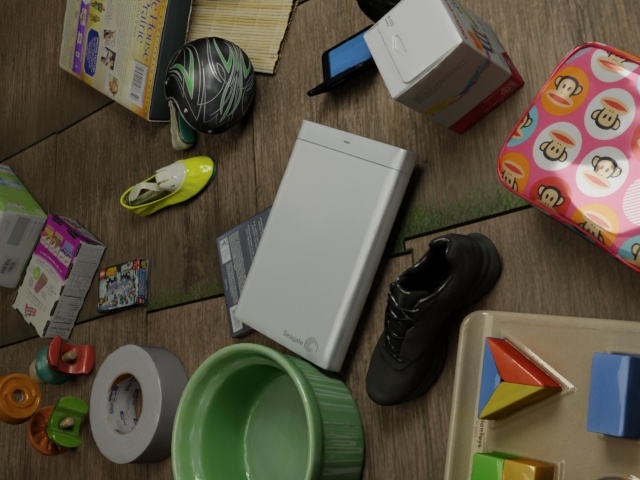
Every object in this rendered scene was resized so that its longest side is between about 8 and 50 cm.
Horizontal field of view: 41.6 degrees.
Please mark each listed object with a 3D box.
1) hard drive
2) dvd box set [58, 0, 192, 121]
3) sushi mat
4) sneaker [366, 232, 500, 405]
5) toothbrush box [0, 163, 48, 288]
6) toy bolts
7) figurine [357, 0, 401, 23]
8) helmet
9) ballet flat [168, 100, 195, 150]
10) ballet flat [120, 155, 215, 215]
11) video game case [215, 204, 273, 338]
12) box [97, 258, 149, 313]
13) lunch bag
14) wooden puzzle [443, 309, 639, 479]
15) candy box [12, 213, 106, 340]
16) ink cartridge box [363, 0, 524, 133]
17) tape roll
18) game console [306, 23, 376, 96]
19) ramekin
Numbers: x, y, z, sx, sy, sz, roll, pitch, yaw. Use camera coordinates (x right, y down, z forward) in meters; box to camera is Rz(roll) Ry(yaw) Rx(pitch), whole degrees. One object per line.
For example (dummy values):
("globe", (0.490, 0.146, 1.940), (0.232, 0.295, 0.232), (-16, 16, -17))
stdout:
("hard drive", (0.000, 0.000, 1.349), (0.233, 0.047, 0.353), (23, 96, 42))
("dvd box set", (-0.427, -0.463, 1.811), (0.420, 0.062, 0.308), (31, 116, 41))
("sushi mat", (-0.174, -0.411, 1.652), (0.316, 0.019, 0.151), (17, 92, 42))
("sneaker", (0.131, 0.106, 1.186), (0.109, 0.130, 0.286), (36, 105, 38))
("toothbrush box", (-0.801, -0.047, 2.044), (0.283, 0.122, 0.206), (39, 106, 39))
("toy bolts", (-0.585, 0.312, 1.734), (0.158, 0.218, 0.229), (-28, 44, 40))
("figurine", (0.115, -0.430, 1.274), (0.092, 0.209, 0.215), (45, 109, 38))
("helmet", (-0.197, -0.285, 1.549), (0.161, 0.169, 0.169), (41, 107, 49))
("ballet flat", (-0.285, -0.259, 1.690), (0.052, 0.057, 0.168), (-23, 64, 46))
("ballet flat", (-0.307, -0.107, 1.655), (0.231, 0.077, 0.077), (-23, 65, 35))
("video game case", (-0.069, 0.031, 1.449), (0.274, 0.026, 0.196), (-28, 63, 32))
("box", (-0.405, 0.095, 1.726), (0.137, 0.027, 0.094), (-15, 69, 39))
("lunch bag", (0.386, -0.113, 1.021), (0.293, 0.120, 0.258), (43, 108, 39))
("wooden puzzle", (0.303, 0.252, 1.033), (0.347, 0.080, 0.322), (1, 80, 41))
("candy box", (-0.575, 0.080, 1.850), (0.159, 0.071, 0.233), (32, 101, 41))
("ink cartridge box", (0.175, -0.257, 1.202), (0.127, 0.176, 0.128), (-38, 58, 29))
("tape roll", (-0.343, 0.309, 1.592), (0.219, 0.072, 0.219), (-10, 74, 39))
("game console", (0.035, -0.301, 1.410), (0.122, 0.107, 0.071), (-23, 94, 36))
("ramekin", (-0.077, 0.316, 1.305), (0.303, 0.148, 0.304), (-12, 72, 39))
